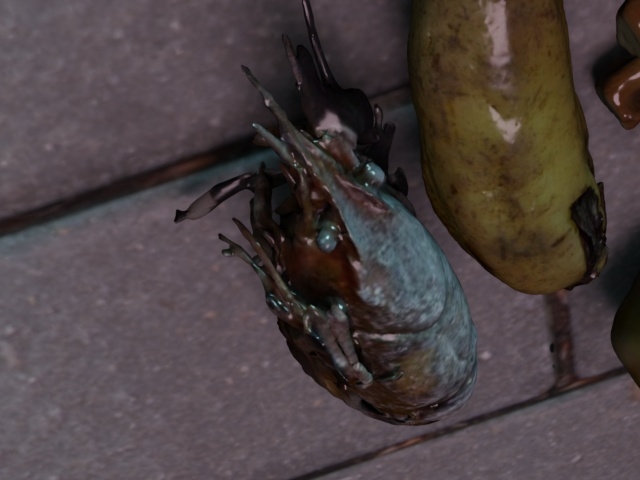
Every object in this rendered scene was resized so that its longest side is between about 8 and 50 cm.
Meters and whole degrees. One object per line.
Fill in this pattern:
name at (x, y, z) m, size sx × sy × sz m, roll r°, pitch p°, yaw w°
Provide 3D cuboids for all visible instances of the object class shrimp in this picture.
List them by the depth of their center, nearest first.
shrimp at (0.008, -0.001, 0.693) m, size 0.116 × 0.145 × 0.343 m, roll -41°, pitch 143°, yaw -15°

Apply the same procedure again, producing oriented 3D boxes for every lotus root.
lotus root at (0.097, -0.070, 0.672) m, size 0.097 × 0.110 × 0.258 m, roll -5°, pitch 132°, yaw 16°

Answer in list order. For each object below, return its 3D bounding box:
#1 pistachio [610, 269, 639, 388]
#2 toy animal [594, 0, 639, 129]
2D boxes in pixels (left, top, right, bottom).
pistachio at (0.339, 0.054, 0.834) m, size 0.288 × 0.166 × 0.197 m, roll -9°, pitch 174°, yaw -4°
toy animal at (0.226, -0.125, 0.687) m, size 0.157 × 0.097 × 0.312 m, roll -35°, pitch 132°, yaw -2°
